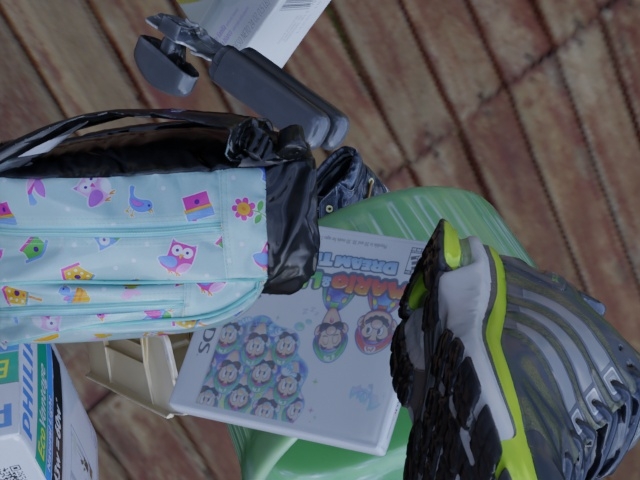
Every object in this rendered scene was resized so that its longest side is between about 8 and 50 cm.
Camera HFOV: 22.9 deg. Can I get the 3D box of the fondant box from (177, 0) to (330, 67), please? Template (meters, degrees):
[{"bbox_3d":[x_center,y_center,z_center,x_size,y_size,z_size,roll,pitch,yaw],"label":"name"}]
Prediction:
[{"bbox_3d":[-0.106,-0.395,1.877,0.096,0.330,0.238,-11,150,-44],"label":"fondant box"}]

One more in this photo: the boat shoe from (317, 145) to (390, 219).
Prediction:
[{"bbox_3d":[0.000,0.000,1.495,0.083,0.065,0.183,52,56,-41],"label":"boat shoe"}]

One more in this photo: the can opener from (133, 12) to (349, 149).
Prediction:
[{"bbox_3d":[-0.096,-0.167,1.759,0.076,0.283,0.095,-4,127,-55],"label":"can opener"}]

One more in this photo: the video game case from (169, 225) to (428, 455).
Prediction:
[{"bbox_3d":[-0.009,0.058,1.033,0.019,0.157,0.143,49,54,-56],"label":"video game case"}]

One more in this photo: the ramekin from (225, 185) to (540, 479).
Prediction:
[{"bbox_3d":[0.052,0.092,1.270,0.303,0.148,0.303,-22,152,-12],"label":"ramekin"}]

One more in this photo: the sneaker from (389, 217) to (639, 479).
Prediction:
[{"bbox_3d":[0.108,0.085,0.770,0.121,0.300,0.111,12,119,-6],"label":"sneaker"}]

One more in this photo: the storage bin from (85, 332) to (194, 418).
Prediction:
[{"bbox_3d":[-0.151,0.122,2.110,0.262,0.260,0.123,-15,108,-34],"label":"storage bin"}]

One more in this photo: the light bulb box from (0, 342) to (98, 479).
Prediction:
[{"bbox_3d":[-0.463,0.250,1.802,0.358,0.225,0.361,-10,141,1],"label":"light bulb box"}]

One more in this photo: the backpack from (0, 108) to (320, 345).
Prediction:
[{"bbox_3d":[-0.095,-0.008,0.824,0.182,0.152,0.115,-5,90,-6],"label":"backpack"}]
